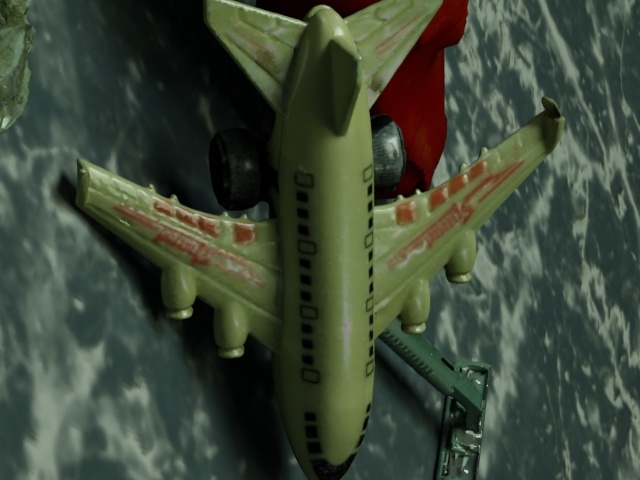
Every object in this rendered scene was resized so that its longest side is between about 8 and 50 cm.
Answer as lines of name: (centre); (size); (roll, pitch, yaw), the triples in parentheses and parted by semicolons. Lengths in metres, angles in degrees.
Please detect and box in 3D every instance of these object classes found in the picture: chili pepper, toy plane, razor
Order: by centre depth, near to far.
toy plane: (0.000, 0.000, 0.877); (0.092, 0.229, 0.244); (-125, -148, -56)
chili pepper: (0.018, -0.127, 0.907); (0.387, 0.110, 0.110); (74, 22, -53)
razor: (0.038, 0.050, 1.018); (0.211, 0.036, 0.084); (49, 39, -42)

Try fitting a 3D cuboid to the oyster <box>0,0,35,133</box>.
oyster: (-0.168, -0.074, 0.692); (0.177, 0.064, 0.125); (16, 51, -46)
